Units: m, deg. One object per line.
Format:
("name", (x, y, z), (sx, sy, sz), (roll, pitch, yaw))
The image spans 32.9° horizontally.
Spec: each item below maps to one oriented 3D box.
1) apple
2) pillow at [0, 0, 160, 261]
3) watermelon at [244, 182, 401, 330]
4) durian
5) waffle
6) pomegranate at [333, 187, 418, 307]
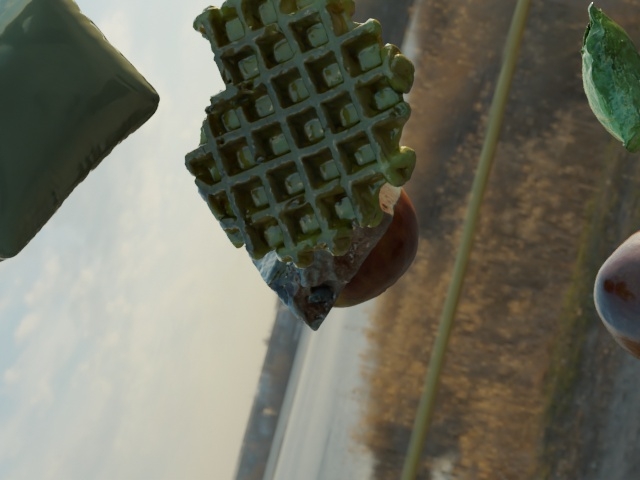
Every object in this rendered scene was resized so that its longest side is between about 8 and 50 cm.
("apple", (0.565, 0.097, 1.752), (0.230, 0.229, 0.230), (-165, 90, -90))
("pillow", (-0.369, -0.159, 1.303), (0.119, 0.255, 0.322), (-23, 23, 53))
("watermelon", (0.011, 0.004, 1.655), (0.264, 0.151, 0.302), (-55, 20, 16))
("durian", (0.491, -0.266, 1.788), (0.139, 0.101, 0.250), (31, -137, -84))
("waffle", (-0.033, -0.105, 0.977), (0.253, 0.249, 0.056), (-57, -17, 21))
("pomegranate", (0.037, -0.023, 1.900), (0.252, 0.270, 0.229), (-31, -1, -22))
